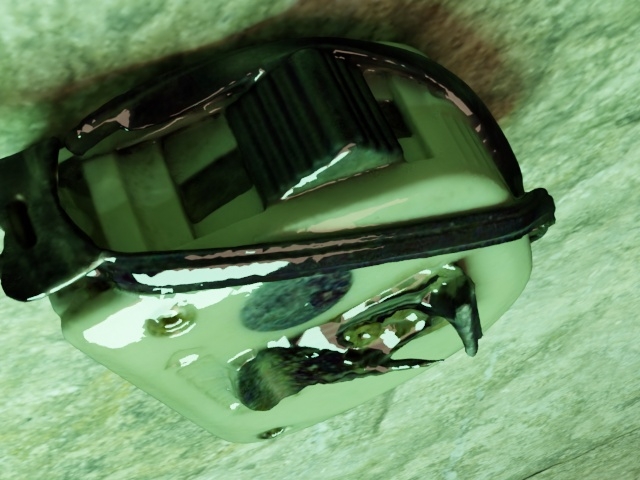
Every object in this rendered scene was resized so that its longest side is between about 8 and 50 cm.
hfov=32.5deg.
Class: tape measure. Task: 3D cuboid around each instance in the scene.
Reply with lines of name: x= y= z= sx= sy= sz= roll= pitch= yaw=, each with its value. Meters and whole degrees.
tape measure: x=0.000 y=0.000 z=0.551 sx=0.231 sy=0.133 sz=0.271 roll=-28 pitch=149 yaw=7
